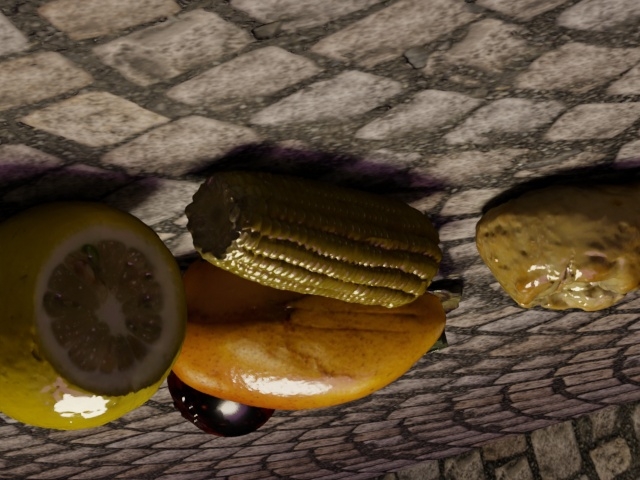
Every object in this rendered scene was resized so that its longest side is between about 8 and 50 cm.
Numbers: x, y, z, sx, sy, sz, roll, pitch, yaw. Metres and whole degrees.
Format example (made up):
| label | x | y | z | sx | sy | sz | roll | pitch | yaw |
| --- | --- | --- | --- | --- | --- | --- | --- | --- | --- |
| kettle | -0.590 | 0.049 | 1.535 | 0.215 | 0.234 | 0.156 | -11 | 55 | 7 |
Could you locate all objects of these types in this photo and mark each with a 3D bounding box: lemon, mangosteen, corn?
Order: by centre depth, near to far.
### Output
| label | x | y | z | sx | sy | sz | roll | pitch | yaw |
| --- | --- | --- | --- | --- | --- | --- | --- | --- | --- |
| lemon | -0.271 | 0.080 | 1.667 | 0.240 | 0.241 | 0.219 | 3 | 170 | -38 |
| corn | 0.000 | 0.000 | 1.741 | 0.131 | 0.131 | 0.344 | -22 | 159 | 37 |
| mangosteen | -0.117 | 0.182 | 2.254 | 0.199 | 0.200 | 0.200 | -9 | 164 | -3 |

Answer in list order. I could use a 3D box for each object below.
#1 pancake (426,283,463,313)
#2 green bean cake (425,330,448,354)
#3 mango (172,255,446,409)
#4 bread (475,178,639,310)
| label | x | y | z | sx | sy | sz | roll | pitch | yaw |
| --- | --- | --- | --- | --- | --- | --- | --- | --- | --- |
| pancake | 0.076 | 0.085 | 2.248 | 0.288 | 0.033 | 0.286 | -2 | 161 | -27 |
| green bean cake | 0.063 | 0.118 | 2.127 | 0.183 | 0.094 | 0.185 | -17 | 163 | 15 |
| mango | -0.022 | 0.101 | 1.966 | 0.350 | 0.199 | 0.201 | 2 | -152 | 4 |
| bread | 0.313 | 0.009 | 1.940 | 0.244 | 0.134 | 0.244 | -7 | 166 | -2 |
